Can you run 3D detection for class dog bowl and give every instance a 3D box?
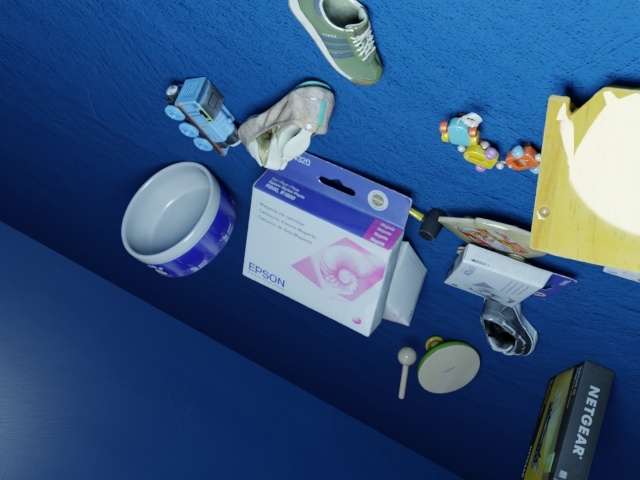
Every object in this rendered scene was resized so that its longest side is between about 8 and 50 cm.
[{"bbox_3d":[-0.333,-0.050,1.807,0.265,0.265,0.104,8,155,37],"label":"dog bowl"}]

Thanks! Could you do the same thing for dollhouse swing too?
[{"bbox_3d":[0.524,-0.074,1.106,0.347,0.305,0.315,13,114,29],"label":"dollhouse swing"}]

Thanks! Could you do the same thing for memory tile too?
[{"bbox_3d":[0.363,0.043,1.576,0.148,0.012,0.113,9,166,39],"label":"memory tile"}]

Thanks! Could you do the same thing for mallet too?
[{"bbox_3d":[0.166,-0.078,1.528,0.190,0.062,0.039,39,158,4],"label":"mallet"}]

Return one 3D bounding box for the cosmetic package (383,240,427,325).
[{"bbox_3d":[0.040,0.063,1.787,0.366,0.155,0.197,13,164,25],"label":"cosmetic package"}]

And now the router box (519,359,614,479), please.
[{"bbox_3d":[0.616,0.478,1.932,0.081,0.309,0.243,23,158,3],"label":"router box"}]

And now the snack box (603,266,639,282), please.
[{"bbox_3d":[0.605,0.062,1.378,0.178,0.022,0.064,18,157,18],"label":"snack box"}]

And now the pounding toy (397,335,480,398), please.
[{"bbox_3d":[0.323,0.336,2.180,0.237,0.110,0.183,-8,125,-10],"label":"pounding toy"}]

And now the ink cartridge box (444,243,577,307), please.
[{"bbox_3d":[0.382,0.086,1.579,0.224,0.045,0.223,18,166,5],"label":"ink cartridge box"}]

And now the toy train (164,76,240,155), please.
[{"bbox_3d":[-0.225,-0.241,1.509,0.105,0.080,0.184,2,149,33],"label":"toy train"}]

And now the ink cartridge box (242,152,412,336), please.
[{"bbox_3d":[0.000,0.000,1.576,0.324,0.071,0.330,25,130,19],"label":"ink cartridge box"}]

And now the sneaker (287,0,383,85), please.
[{"bbox_3d":[0.041,-0.297,1.102,0.192,0.064,0.086,42,158,-30],"label":"sneaker"}]

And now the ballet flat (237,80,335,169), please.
[{"bbox_3d":[-0.075,-0.189,1.396,0.108,0.106,0.316,6,167,-23],"label":"ballet flat"}]

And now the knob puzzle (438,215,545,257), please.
[{"bbox_3d":[0.347,-0.012,1.451,0.213,0.030,0.213,18,168,4],"label":"knob puzzle"}]

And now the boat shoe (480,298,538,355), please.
[{"bbox_3d":[0.439,0.220,1.812,0.108,0.102,0.301,13,155,29],"label":"boat shoe"}]

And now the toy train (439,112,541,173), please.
[{"bbox_3d":[0.269,-0.160,1.207,0.166,0.046,0.125,32,156,-25],"label":"toy train"}]
